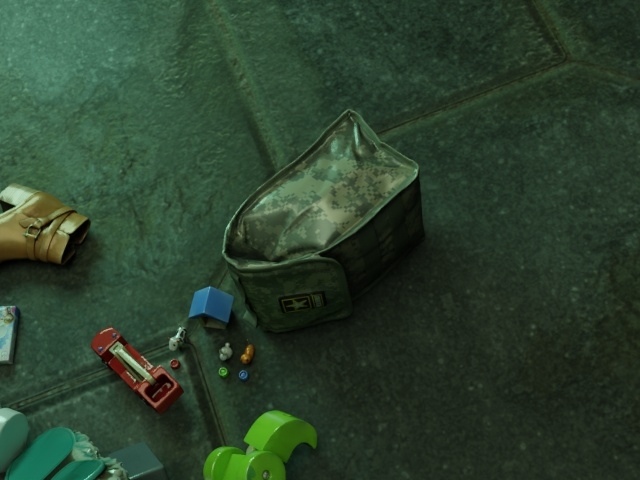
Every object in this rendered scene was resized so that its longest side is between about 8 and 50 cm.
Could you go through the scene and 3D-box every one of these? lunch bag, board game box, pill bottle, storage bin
[{"bbox_3d":[0.000,0.000,1.571,0.287,0.235,0.169,-42,67,-12],"label":"lunch bag"},{"bbox_3d":[-0.507,0.145,1.705,0.090,0.020,0.090,-4,64,7],"label":"board game box"},{"bbox_3d":[-0.528,0.259,1.595,0.208,0.118,0.118,14,66,17],"label":"pill bottle"},{"bbox_3d":[-0.227,0.327,1.483,0.098,0.091,0.135,-18,16,-19],"label":"storage bin"}]

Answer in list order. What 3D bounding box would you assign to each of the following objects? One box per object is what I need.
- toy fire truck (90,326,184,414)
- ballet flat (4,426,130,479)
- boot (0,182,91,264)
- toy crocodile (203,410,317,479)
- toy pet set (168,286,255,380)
[{"bbox_3d":[-0.260,0.180,1.579,0.192,0.135,0.047,39,75,24],"label":"toy fire truck"},{"bbox_3d":[-0.312,0.338,1.426,0.146,0.409,0.147,1,89,-21],"label":"ballet flat"},{"bbox_3d":[-0.462,0.010,1.740,0.152,0.073,0.197,24,72,16],"label":"boot"},{"bbox_3d":[-0.109,0.379,1.477,0.115,0.105,0.341,-10,52,53],"label":"toy crocodile"},{"bbox_3d":[-0.157,0.132,1.627,0.122,0.065,0.114,7,64,12],"label":"toy pet set"}]
